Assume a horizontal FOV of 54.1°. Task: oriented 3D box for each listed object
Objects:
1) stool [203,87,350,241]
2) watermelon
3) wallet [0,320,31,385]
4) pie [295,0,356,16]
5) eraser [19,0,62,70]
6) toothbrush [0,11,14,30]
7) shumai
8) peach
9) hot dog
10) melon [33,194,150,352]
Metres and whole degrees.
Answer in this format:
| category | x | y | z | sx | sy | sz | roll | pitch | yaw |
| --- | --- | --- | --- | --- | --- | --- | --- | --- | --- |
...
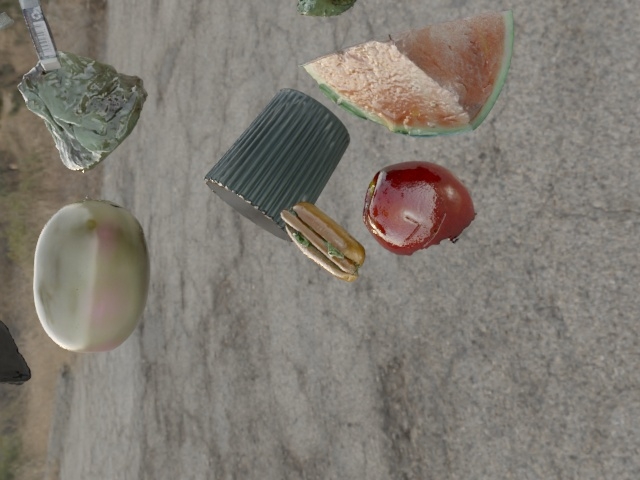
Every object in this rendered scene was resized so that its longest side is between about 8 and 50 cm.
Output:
| category | x | y | z | sx | sy | sz | roll | pitch | yaw |
| --- | --- | --- | --- | --- | --- | --- | --- | --- | --- |
| stool | -0.104 | -0.210 | 1.717 | 0.330 | 0.297 | 0.297 | -55 | 30 | -10 |
| watermelon | 0.180 | -0.302 | 1.220 | 0.292 | 0.319 | 0.222 | 2 | 112 | 55 |
| wallet | -0.508 | 0.123 | 0.775 | 0.146 | 0.285 | 0.030 | 43 | 99 | 32 |
| pie | -0.044 | -0.490 | 1.032 | 0.067 | 0.302 | 0.303 | -50 | 50 | 46 |
| eraser | -0.377 | -0.280 | 0.846 | 0.019 | 0.027 | 0.099 | -121 | 18 | -61 |
| toothbrush | -0.590 | -0.319 | 1.021 | 0.019 | 0.025 | 0.276 | -20 | 30 | 28 |
| shumai | -0.635 | -0.357 | 1.624 | 0.309 | 0.263 | 0.304 | -54 | 30 | -1 |
| peach | 0.206 | -0.062 | 1.310 | 0.190 | 0.226 | 0.196 | 124 | 160 | -76 |
| hot dog | 0.000 | 0.000 | 1.337 | 0.249 | 0.068 | 0.100 | 40 | 116 | 41 |
| melon | -0.457 | 0.068 | 1.261 | 0.223 | 0.222 | 0.317 | 6 | 94 | 60 |
